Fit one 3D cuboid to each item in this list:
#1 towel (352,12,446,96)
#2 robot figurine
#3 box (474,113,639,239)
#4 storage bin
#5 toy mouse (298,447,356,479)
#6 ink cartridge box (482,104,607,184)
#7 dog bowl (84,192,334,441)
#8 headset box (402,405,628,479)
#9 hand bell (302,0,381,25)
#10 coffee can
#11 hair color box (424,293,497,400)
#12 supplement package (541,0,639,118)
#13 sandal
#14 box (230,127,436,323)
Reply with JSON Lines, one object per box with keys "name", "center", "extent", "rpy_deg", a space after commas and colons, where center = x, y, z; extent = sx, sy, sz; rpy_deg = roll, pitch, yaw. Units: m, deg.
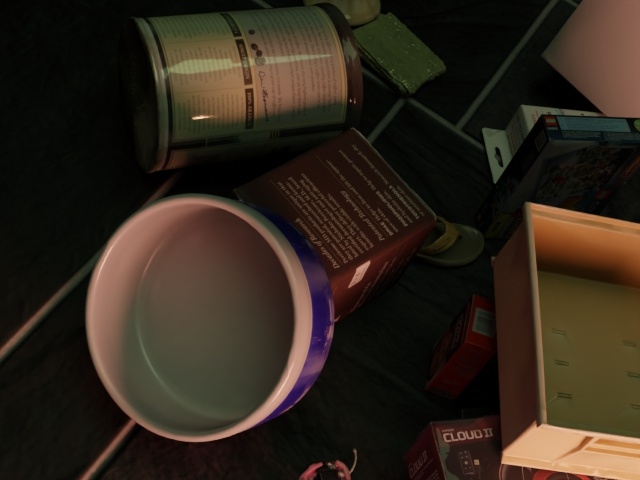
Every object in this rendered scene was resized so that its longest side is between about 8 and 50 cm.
{"name": "towel", "center": [0.115, -0.291, 1.625], "extent": [0.148, 0.027, 0.110], "rpy_deg": [44, 55, 15]}
{"name": "robot figurine", "center": [0.342, 0.118, 1.340], "extent": [0.278, 0.209, 0.173], "rpy_deg": [-20, 26, -27]}
{"name": "box", "center": [0.327, -0.080, 1.423], "extent": [0.159, 0.233, 0.044], "rpy_deg": [0, 58, -18]}
{"name": "storage bin", "center": [0.329, 0.120, 1.153], "extent": [0.260, 0.123, 0.262], "rpy_deg": [10, 57, -11]}
{"name": "toy mouse", "center": [-0.001, 0.306, 1.189], "extent": [0.143, 0.031, 0.161], "rpy_deg": [13, 54, -9]}
{"name": "ink cartridge box", "center": [0.352, -0.136, 1.571], "extent": [0.198, 0.067, 0.115], "rpy_deg": [3, 57, -16]}
{"name": "dog bowl", "center": [-0.122, 0.083, 1.159], "extent": [0.265, 0.265, 0.104], "rpy_deg": [49, 15, 16]}
{"name": "headset box", "center": [0.230, 0.313, 1.144], "extent": [0.218, 0.110, 0.293], "rpy_deg": [-3, 59, -18]}
{"name": "hand bell", "center": [0.046, -0.457, 1.568], "extent": [0.126, 0.242, 0.126], "rpy_deg": [4, 47, -4]}
{"name": "coffee can", "center": [-0.109, -0.205, 1.389], "extent": [0.275, 0.201, 0.202], "rpy_deg": [-9, 61, -23]}
{"name": "hair color box", "center": [0.176, 0.134, 1.291], "extent": [0.043, 0.141, 0.072], "rpy_deg": [20, 54, -4]}
{"name": "supplement package", "center": [0.522, -0.319, 1.627], "extent": [0.199, 0.198, 0.262], "rpy_deg": [46, 39, 15]}
{"name": "sandal", "center": [0.147, -0.009, 1.431], "extent": [0.180, 0.049, 0.072], "rpy_deg": [12, 55, -18]}
{"name": "box", "center": [0.000, 0.000, 1.307], "extent": [0.203, 0.168, 0.167], "rpy_deg": [-31, 72, -31]}
